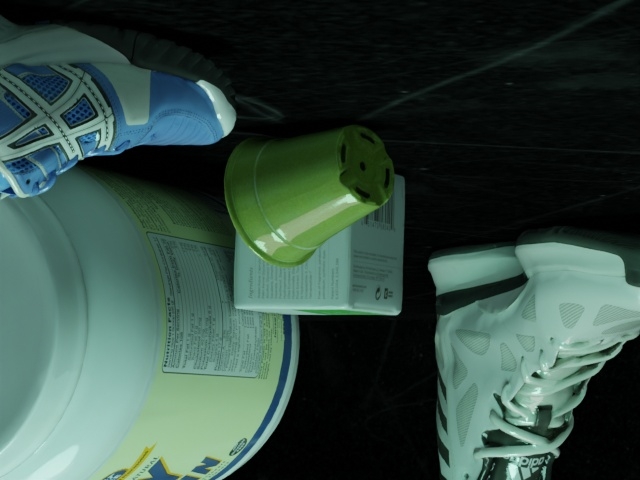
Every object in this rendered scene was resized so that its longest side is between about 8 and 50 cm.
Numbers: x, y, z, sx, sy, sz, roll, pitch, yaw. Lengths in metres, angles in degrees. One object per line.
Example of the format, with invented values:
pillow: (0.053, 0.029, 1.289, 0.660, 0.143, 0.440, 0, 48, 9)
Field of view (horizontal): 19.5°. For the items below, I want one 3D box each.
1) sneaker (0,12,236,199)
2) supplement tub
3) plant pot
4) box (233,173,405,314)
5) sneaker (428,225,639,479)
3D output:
sneaker: (-0.129, -0.056, 0.826, 0.211, 0.081, 0.080, 3, 173, -38)
supplement tub: (-0.178, 0.063, 1.264, 0.235, 0.235, 0.325, -1, 175, 24)
plant pot: (-0.001, -0.034, 1.107, 0.083, 0.083, 0.079, 7, 160, -45)
box: (0.000, 0.000, 1.275, 0.087, 0.102, 0.101, 1, 176, 24)
sneaker: (0.231, 0.125, 1.720, 0.169, 0.258, 0.447, 3, 174, -19)
